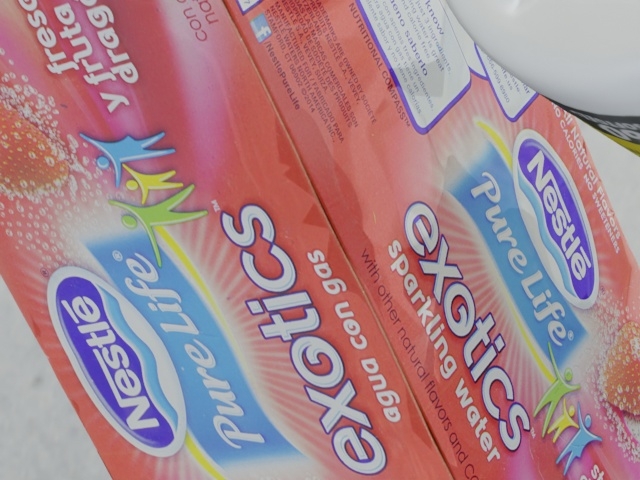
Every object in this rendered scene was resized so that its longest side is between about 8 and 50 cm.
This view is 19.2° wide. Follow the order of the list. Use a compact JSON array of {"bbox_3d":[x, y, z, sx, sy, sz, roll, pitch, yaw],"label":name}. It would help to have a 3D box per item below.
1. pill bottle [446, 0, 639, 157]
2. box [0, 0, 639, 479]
[{"bbox_3d":[0.129,-0.057,0.460,0.208,0.119,0.119,24,31,-47],"label":"pill bottle"},{"bbox_3d":[0.000,0.000,0.642,0.154,0.142,0.300,-46,117,-46],"label":"box"}]
